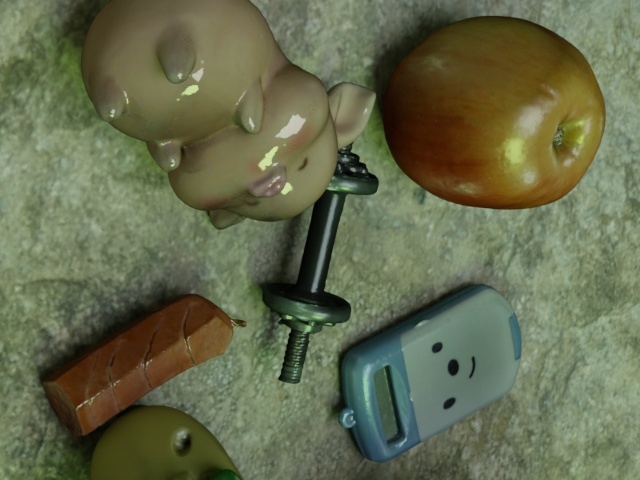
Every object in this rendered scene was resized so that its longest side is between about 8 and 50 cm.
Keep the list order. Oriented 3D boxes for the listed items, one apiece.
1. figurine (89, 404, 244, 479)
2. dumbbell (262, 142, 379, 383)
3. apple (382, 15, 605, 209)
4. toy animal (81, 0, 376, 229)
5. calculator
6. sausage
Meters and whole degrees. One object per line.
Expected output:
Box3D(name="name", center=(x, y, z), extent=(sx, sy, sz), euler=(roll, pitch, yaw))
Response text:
Box3D(name="figurine", center=(-0.073, 0.277, 1.571), extent=(0.124, 0.222, 0.324), euler=(-35, 97, 0))
Box3D(name="dumbbell", center=(0.000, 0.000, 1.642), extent=(0.081, 0.081, 0.254), euler=(5, 102, -38))
Box3D(name="apple", center=(0.155, -0.108, 1.662), extent=(0.199, 0.199, 0.199), euler=(-13, 112, -34))
Box3D(name="toy animal", center=(-0.082, -0.107, 1.503), extent=(0.250, 0.166, 0.154), euler=(44, 33, -44))
Box3D(name="calculator", center=(0.101, 0.123, 1.787), extent=(0.210, 0.039, 0.121), euler=(-26, 117, -28))
Box3D(name="sausage", center=(-0.141, 0.094, 1.576), extent=(0.169, 0.065, 0.065), euler=(-32, 122, -25))
